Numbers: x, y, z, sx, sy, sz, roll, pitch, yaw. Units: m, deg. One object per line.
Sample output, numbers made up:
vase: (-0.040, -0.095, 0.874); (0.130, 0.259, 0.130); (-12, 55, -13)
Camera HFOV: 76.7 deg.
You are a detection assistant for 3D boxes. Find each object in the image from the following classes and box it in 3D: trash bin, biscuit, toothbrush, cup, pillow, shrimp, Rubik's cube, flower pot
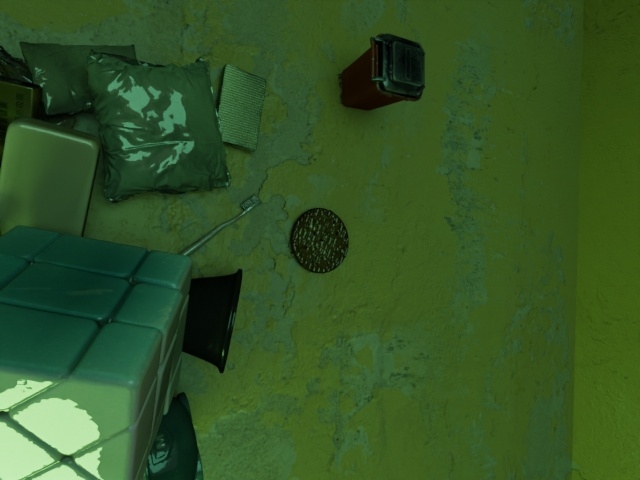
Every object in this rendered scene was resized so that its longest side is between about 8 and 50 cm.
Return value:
trash bin: (0.156, -0.460, 1.146); (0.184, 0.238, 0.162); (-1, 91, -32)
biscuit: (-0.211, -0.338, 1.046); (0.121, 0.040, 0.200); (12, 83, -31)
toothbrush: (-0.269, -0.022, 1.008); (0.307, 0.025, 0.030); (-41, 99, -25)
cup: (-0.398, 0.414, 0.826); (0.257, 0.219, 0.290); (-7, 60, -30)
pillow: (-0.487, -0.343, 0.861); (0.229, 0.050, 0.149); (-25, 110, -46)
biscuit: (0.000, 0.000, 1.158); (0.187, 0.027, 0.188); (2, 86, -29)
shrimp: (-0.615, -0.286, 0.812); (0.219, 0.046, 0.152); (49, 64, -19)
Rubik's cube: (-0.409, 0.201, 0.652); (0.321, 0.316, 0.319); (12, 116, -8)
pillow: (-0.349, -0.247, 0.888); (0.283, 0.138, 0.311); (-17, 111, -35)
flower pot: (-0.266, 0.168, 0.911); (0.147, 0.235, 0.236); (10, 83, -10)

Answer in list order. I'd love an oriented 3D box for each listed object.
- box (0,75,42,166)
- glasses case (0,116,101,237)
box: (-0.646, -0.228, 0.721); (0.239, 0.071, 0.160); (7, 113, -24)
glasses case: (-0.523, -0.049, 0.766); (0.143, 0.076, 0.337); (13, 105, -30)
